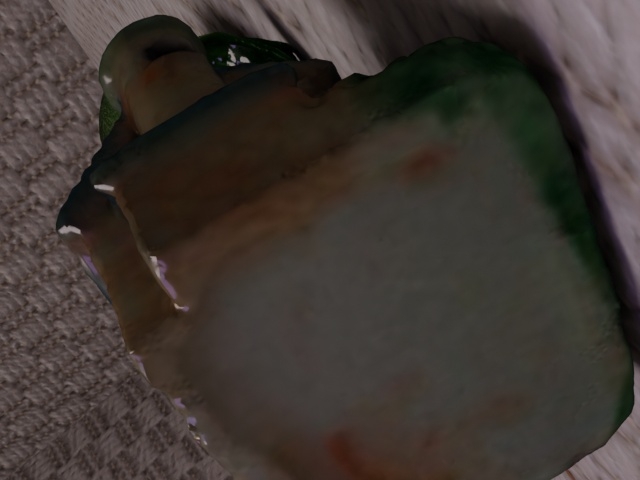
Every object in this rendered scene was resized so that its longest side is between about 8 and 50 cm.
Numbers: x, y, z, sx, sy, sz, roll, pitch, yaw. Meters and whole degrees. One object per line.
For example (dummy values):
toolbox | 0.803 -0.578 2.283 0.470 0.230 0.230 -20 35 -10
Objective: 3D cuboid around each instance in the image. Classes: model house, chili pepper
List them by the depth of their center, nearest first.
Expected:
model house | 0.000 0.000 0.588 0.312 0.245 0.280 59 177 -37
chili pepper | -0.029 -0.112 0.768 0.182 0.073 0.050 47 -165 -5

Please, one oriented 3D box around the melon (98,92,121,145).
melon | -0.136 -0.117 0.959 0.182 0.182 0.287 56 173 -28

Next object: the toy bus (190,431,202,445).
toy bus | -0.015 0.068 0.795 0.106 0.268 0.092 4 149 29
